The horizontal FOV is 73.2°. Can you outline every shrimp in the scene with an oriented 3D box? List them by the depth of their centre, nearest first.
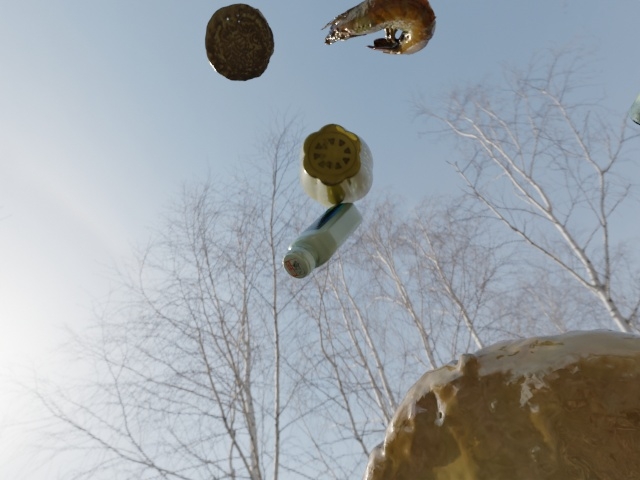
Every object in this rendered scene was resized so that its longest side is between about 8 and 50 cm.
[{"bbox_3d":[0.114,-0.431,0.872,0.248,0.068,0.150,11,-23,33],"label":"shrimp"}]

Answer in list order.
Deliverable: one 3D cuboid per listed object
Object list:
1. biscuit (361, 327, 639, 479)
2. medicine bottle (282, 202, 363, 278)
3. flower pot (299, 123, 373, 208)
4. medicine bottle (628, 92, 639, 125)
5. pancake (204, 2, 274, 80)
[{"bbox_3d":[0.204,0.277,0.260,0.429,0.104,0.446,-37,-112,36],"label":"biscuit"},{"bbox_3d":[0.000,0.000,0.968,0.121,0.229,0.083,-25,-78,40],"label":"medicine bottle"},{"bbox_3d":[0.034,-0.179,1.011,0.195,0.179,0.195,0,-92,5],"label":"flower pot"},{"bbox_3d":[0.412,-0.180,0.511,0.047,0.047,0.083,1,-42,-2],"label":"medicine bottle"},{"bbox_3d":[-0.118,-0.293,0.642,0.114,0.011,0.115,-21,-43,-20],"label":"pancake"}]
